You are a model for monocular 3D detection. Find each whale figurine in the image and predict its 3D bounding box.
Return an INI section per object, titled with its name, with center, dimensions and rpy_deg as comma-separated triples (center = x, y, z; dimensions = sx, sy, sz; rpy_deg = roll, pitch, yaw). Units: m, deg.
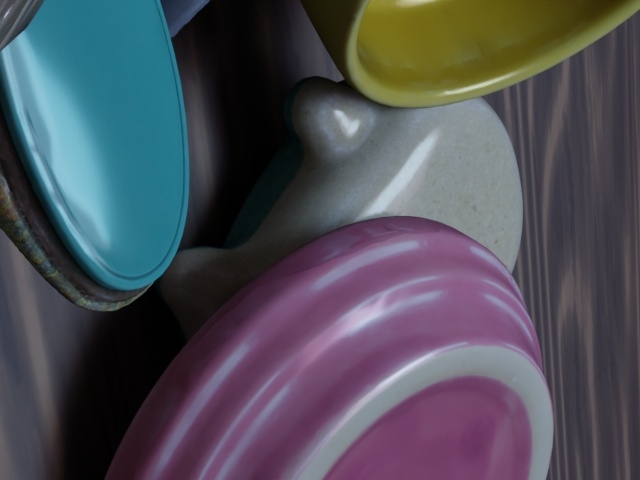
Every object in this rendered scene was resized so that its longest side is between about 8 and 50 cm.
[whale figurine]
center = 0.000, 0.000, 1.007
dimensions = 0.272, 0.141, 0.216
rpy_deg = -31, 119, -32

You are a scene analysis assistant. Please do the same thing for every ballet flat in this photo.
[ballet flat]
center = -0.142, -0.139, 0.646
dimensions = 0.123, 0.123, 0.349
rpy_deg = -44, 126, -55

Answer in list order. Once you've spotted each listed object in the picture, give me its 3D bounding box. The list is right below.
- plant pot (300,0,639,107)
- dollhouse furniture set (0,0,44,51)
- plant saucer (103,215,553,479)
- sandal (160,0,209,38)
[plant pot]
center = 0.071, -0.242, 0.916
dimensions = 0.239, 0.254, 0.254
rpy_deg = 61, 14, 22
[dollhouse furniture set]
center = -0.109, -0.164, 0.498
dimensions = 0.184, 0.129, 0.129
rpy_deg = -54, -171, 16
[plant saucer]
center = 0.020, 0.152, 0.932
dimensions = 0.332, 0.084, 0.332
rpy_deg = -25, 130, -34
[sandal]
center = -0.095, -0.124, 0.799
dimensions = 0.054, 0.097, 0.254
rpy_deg = 53, 40, -18
